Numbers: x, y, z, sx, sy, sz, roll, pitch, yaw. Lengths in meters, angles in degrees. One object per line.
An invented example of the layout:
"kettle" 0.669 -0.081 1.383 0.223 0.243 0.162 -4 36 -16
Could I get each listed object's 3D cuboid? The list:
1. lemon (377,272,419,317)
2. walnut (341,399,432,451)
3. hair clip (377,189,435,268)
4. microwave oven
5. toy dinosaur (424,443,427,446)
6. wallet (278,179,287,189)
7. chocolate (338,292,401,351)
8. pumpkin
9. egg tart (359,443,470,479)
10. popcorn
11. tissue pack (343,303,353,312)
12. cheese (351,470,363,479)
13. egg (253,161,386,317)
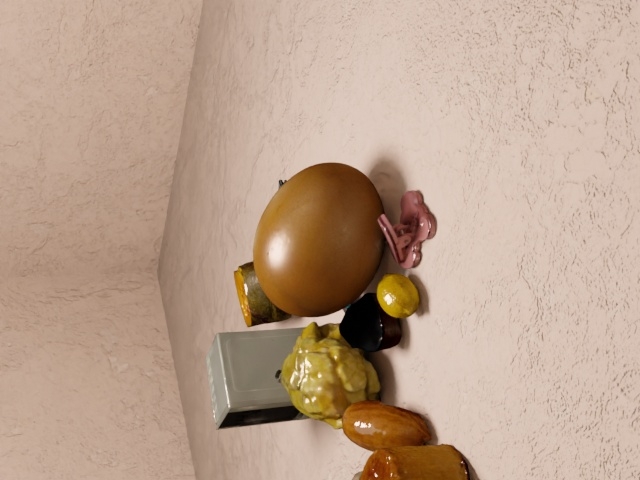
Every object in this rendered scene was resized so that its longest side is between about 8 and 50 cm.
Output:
"lemon" 0.160 0.116 1.525 0.111 0.082 0.082 58 143 41
"walnut" 0.135 0.383 1.528 0.207 0.115 0.116 1 92 37
"hair clip" 0.184 -0.015 1.530 0.123 0.102 0.138 -115 0 -48
"microwave oven" -0.133 0.362 1.965 0.181 0.295 0.238 119 143 -52
"toy dinosaur" 0.189 0.441 1.539 0.113 0.026 0.041 -32 55 54
"wallet" -0.078 -0.007 2.129 0.290 0.054 0.251 -128 41 -56
"chocolate" 0.117 0.178 1.628 0.148 0.080 0.125 3 84 55
"pumpkin" -0.173 0.137 2.202 0.317 0.139 0.222 139 118 -79
"egg tart" 0.174 0.480 1.389 0.215 0.170 0.215 -165 90 -71
"popcorn" 0.016 0.310 1.720 0.286 0.215 0.252 149 111 -69
"tissue pack" 0.062 0.152 1.813 0.138 0.028 0.085 49 163 54
"cheese" 0.104 0.654 1.688 0.163 0.082 0.286 -120 35 -51
"egg" 0.000 0.000 1.640 0.282 0.282 0.351 32 101 64
